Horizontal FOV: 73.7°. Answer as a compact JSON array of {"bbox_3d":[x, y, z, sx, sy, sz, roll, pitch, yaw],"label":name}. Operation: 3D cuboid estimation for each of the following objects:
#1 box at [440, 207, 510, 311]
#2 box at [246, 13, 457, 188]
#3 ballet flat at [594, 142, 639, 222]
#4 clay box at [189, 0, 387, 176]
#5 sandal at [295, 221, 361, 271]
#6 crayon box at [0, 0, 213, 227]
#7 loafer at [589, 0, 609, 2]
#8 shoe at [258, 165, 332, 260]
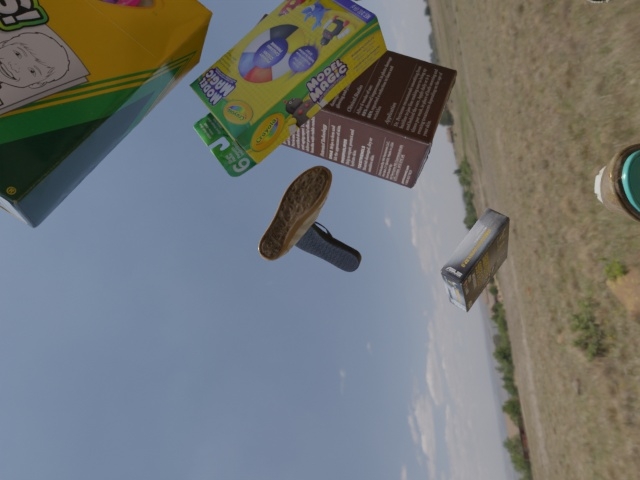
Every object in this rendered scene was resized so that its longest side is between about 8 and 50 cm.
[{"bbox_3d":[0.368,0.055,1.005,0.183,0.056,0.231,-51,-31,-7],"label":"box"},{"bbox_3d":[0.031,-0.259,0.791,0.143,0.381,0.191,98,-165,-63],"label":"box"},{"bbox_3d":[0.519,-0.086,0.661,0.124,0.342,0.116,-157,66,-66],"label":"ballet flat"},{"bbox_3d":[-0.052,-0.184,0.482,0.127,0.222,0.053,49,-179,33],"label":"clay box"},{"bbox_3d":[0.000,0.001,1.198,0.254,0.097,0.054,34,-140,-2],"label":"sandal"},{"bbox_3d":[-0.360,-0.247,0.454,0.363,0.106,0.313,37,-114,-12],"label":"crayon box"},{"bbox_3d":[0.317,-0.374,0.545,0.251,0.094,0.087,18,-95,-31],"label":"loafer"},{"bbox_3d":[-0.049,-0.055,0.861,0.219,0.076,0.058,-54,-16,5],"label":"shoe"}]
